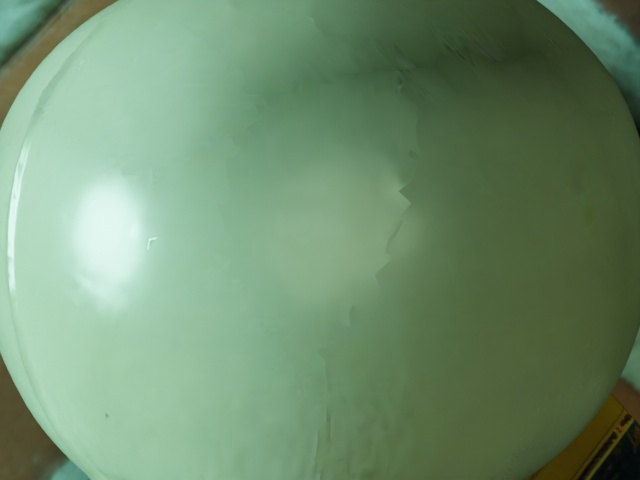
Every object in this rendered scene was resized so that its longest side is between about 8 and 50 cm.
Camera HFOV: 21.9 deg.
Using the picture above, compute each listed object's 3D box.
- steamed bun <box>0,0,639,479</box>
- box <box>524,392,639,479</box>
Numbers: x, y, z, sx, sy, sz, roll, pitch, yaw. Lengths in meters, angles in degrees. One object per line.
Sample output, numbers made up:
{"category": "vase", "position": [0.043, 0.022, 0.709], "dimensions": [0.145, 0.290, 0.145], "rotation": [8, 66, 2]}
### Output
{"category": "steamed bun", "position": [0.003, 0.001, 0.902], "dimensions": [0.374, 0.334, 0.334], "rotation": [-10, 88, -26]}
{"category": "box", "position": [0.171, 0.197, 1.091], "dimensions": [0.237, 0.070, 0.152], "rotation": [49, 67, -15]}
